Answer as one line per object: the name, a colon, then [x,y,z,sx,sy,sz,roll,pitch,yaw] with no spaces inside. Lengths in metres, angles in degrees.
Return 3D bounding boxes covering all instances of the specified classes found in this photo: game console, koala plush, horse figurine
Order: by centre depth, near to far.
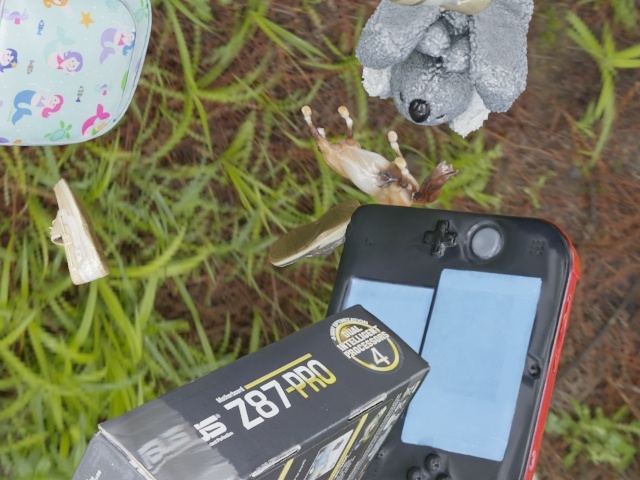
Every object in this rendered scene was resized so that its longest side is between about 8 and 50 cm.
koala plush: [0.147,-0.217,1.591,0.196,0.221,0.203,19,57,3]
game console: [0.139,0.147,1.683,0.342,0.060,0.387,8,75,32]
horse figurine: [0.075,-0.112,1.911,0.263,0.174,0.066,29,69,25]

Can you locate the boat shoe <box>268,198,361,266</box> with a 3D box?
boat shoe: [0.000,0.000,1.863,0.152,0.056,0.049,-28,131,14]

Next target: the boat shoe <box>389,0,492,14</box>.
boat shoe: [0.109,-0.246,1.100,0.103,0.302,0.113,13,106,-6]

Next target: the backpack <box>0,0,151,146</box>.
backpack: [-0.296,-0.206,1.382,0.253,0.191,0.225,-3,115,-51]

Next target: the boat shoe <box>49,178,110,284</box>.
boat shoe: [-0.349,-0.012,1.854,0.059,0.170,0.063,-28,148,0]

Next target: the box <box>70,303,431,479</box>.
box: [-0.105,0.256,1.033,0.097,0.318,0.395,39,121,18]
